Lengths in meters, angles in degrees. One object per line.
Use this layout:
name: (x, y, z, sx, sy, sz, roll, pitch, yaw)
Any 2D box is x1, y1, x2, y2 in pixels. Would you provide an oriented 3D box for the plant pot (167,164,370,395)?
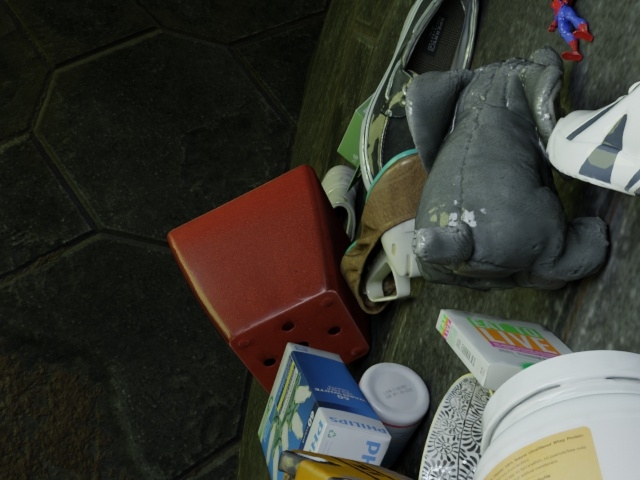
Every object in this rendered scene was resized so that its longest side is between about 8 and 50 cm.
plant pot: (-0.058, 0.089, 1.364, 0.267, 0.267, 0.236, 60, -176, -45)

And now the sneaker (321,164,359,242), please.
sneaker: (0.000, 0.000, 1.780, 0.169, 0.108, 0.293, -84, 12, -55)

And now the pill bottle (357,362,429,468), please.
pill bottle: (0.069, 0.230, 1.039, 0.087, 0.087, 0.160, -86, 12, -47)

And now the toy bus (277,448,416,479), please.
toy bus: (0.032, 0.224, 0.603, 0.332, 0.130, 0.108, 143, 141, -75)

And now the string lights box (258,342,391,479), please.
string lights box: (-0.003, 0.225, 0.965, 0.259, 0.076, 0.133, -135, 62, -75)

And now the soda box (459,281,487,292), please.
soda box: (0.172, -0.032, 0.864, 0.053, 0.060, 0.169, -88, 14, -58)

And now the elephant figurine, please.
elephant figurine: (0.147, -0.084, 0.698, 0.186, 0.169, 0.240, 128, 147, -79)

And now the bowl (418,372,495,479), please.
bowl: (0.140, 0.195, 0.657, 0.170, 0.080, 0.170, -167, 90, -81)

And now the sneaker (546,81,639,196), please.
sneaker: (0.227, -0.093, 0.497, 0.235, 0.094, 0.153, -110, 36, -75)

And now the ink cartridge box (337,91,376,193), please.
ink cartridge box: (0.089, -0.179, 1.313, 0.209, 0.062, 0.109, -47, -8, -32)

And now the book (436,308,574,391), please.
book: (0.154, 0.094, 0.666, 0.144, 0.096, 0.035, -119, 44, -77)

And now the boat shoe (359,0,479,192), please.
boat shoe: (0.135, -0.209, 1.167, 0.119, 0.121, 0.335, 167, 116, -81)

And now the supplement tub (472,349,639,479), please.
supplement tub: (0.151, 0.169, 0.413, 0.200, 0.144, 0.144, -86, 13, -50)

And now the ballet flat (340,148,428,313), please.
ballet flat: (0.103, 0.012, 1.143, 0.342, 0.116, 0.124, 117, 143, -60)

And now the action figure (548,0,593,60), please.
action figure: (0.241, -0.221, 0.823, 0.115, 0.030, 0.038, -83, 6, -48)
